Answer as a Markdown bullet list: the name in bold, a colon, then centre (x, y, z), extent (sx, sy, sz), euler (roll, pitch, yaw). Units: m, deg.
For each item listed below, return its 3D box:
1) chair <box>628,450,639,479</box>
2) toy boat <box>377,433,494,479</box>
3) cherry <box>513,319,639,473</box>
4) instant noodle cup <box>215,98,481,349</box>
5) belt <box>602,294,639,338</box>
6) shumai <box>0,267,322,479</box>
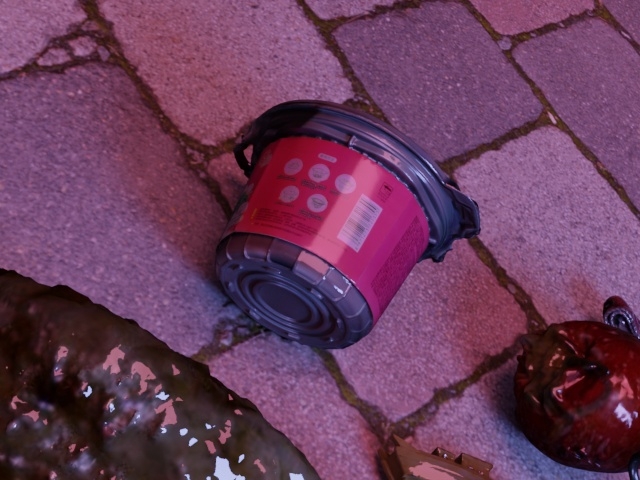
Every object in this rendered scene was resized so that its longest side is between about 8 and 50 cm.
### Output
- **chair**: centre (0.250, 0.328, 0.977), extent (0.401, 0.226, 0.227), euler (-19, 69, -22)
- **toy boat**: centre (0.158, 0.269, 1.136), extent (0.206, 0.064, 0.072), euler (28, 34, -13)
- **cherry**: centre (0.344, 0.189, 1.228), extent (0.249, 0.192, 0.175), euler (14, 87, -31)
- **instant noodle cup**: centre (0.000, 0.000, 1.118), extent (0.182, 0.302, 0.258), euler (-60, 141, -29)
- **belt**: centre (0.460, 0.171, 1.392), extent (0.232, 0.071, 0.053), euler (42, 40, -4)
- **shumai**: centre (-0.195, 0.259, 0.785), extent (0.395, 0.395, 0.348), euler (33, 68, -8)
